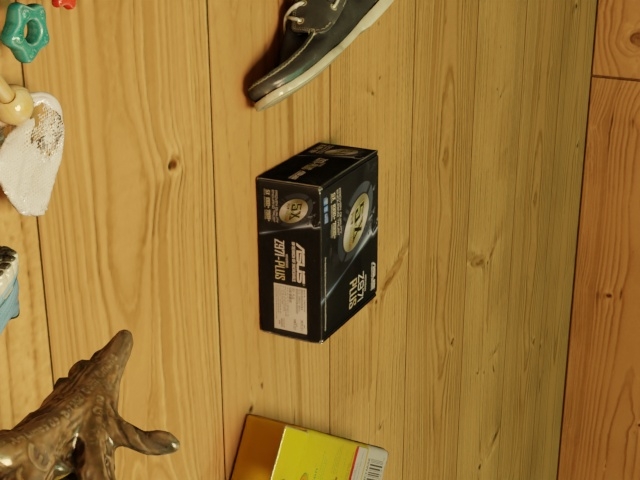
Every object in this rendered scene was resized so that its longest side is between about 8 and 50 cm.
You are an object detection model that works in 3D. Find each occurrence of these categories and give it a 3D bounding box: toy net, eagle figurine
[{"bbox_3d":[-0.212,-0.133,0.770,0.122,0.045,0.232,-42,137,-55],"label":"toy net"},{"bbox_3d":[-0.189,0.188,0.665,0.226,0.225,0.298,10,129,-27],"label":"eagle figurine"}]

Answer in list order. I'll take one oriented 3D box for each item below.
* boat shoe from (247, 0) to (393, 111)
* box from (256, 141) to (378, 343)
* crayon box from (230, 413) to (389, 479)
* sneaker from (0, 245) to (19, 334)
[{"bbox_3d":[-0.011,-0.214,1.144,0.079,0.084,0.233,48,54,-12],"label":"boat shoe"},{"bbox_3d":[0.000,0.000,1.218,0.147,0.077,0.180,-35,130,-57],"label":"box"},{"bbox_3d":[-0.030,0.313,1.269,0.318,0.081,0.202,36,66,-63],"label":"crayon box"},{"bbox_3d":[-0.250,0.075,0.745,0.162,0.063,0.073,-53,147,-43],"label":"sneaker"}]
